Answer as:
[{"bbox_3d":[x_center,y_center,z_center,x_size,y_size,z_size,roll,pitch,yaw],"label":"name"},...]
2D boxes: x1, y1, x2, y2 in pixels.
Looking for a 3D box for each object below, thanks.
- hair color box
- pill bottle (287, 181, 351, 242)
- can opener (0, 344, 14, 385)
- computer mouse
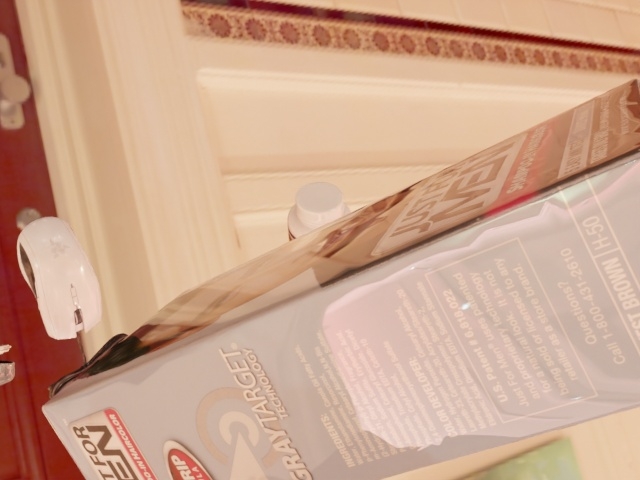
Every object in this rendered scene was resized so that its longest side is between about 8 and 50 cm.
[{"bbox_3d":[0.034,0.048,0.472,0.374,0.114,0.185,-25,-171,27],"label":"hair color box"},{"bbox_3d":[0.000,0.000,1.403,0.117,0.117,0.215,-13,137,-11],"label":"pill bottle"},{"bbox_3d":[-0.641,0.203,1.252,0.283,0.095,0.076,-5,179,1],"label":"can opener"},{"bbox_3d":[-0.267,0.069,0.825,0.106,0.193,0.042,-26,-159,-33],"label":"computer mouse"}]
